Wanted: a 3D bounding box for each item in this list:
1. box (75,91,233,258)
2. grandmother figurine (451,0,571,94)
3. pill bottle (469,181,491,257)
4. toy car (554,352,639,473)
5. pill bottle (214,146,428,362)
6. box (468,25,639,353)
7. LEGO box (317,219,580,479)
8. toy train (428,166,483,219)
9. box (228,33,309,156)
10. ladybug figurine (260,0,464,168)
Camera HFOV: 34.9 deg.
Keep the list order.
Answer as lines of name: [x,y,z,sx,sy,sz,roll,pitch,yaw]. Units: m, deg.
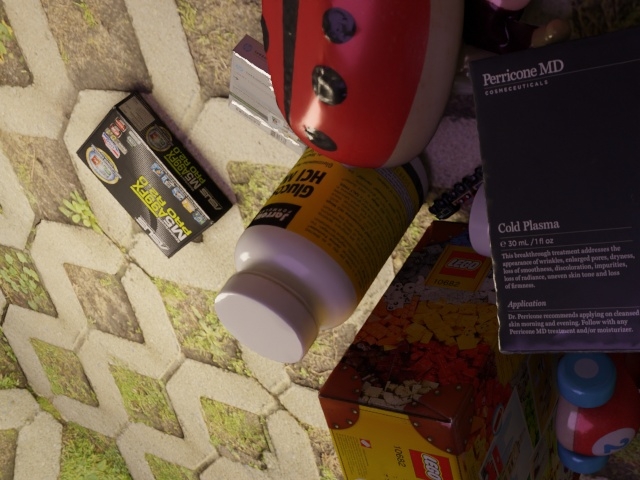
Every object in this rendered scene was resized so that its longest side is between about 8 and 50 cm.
box: [-0.308,-0.113,1.863,0.270,0.060,0.216,50,144,-7]
grandmother figurine: [0.205,-0.289,1.162,0.208,0.104,0.342,57,152,22]
pill bottle: [0.329,-0.008,1.261,0.272,0.152,0.152,15,134,36]
toy car: [0.441,0.199,1.332,0.238,0.210,0.219,10,144,22]
pill bottle: [0.000,0.000,1.419,0.188,0.334,0.188,24,147,17]
box: [0.353,-0.055,1.030,0.343,0.179,0.313,-5,93,37]
LEGO box: [0.211,0.284,1.463,0.193,0.372,0.500,7,131,30]
toy train: [0.205,-0.067,1.431,0.036,0.027,0.158,44,145,-4]
box: [-0.065,-0.208,1.492,0.145,0.038,0.186,34,163,5]
ladybug figurine: [0.033,-0.270,1.215,0.305,0.161,0.449,45,144,45]
